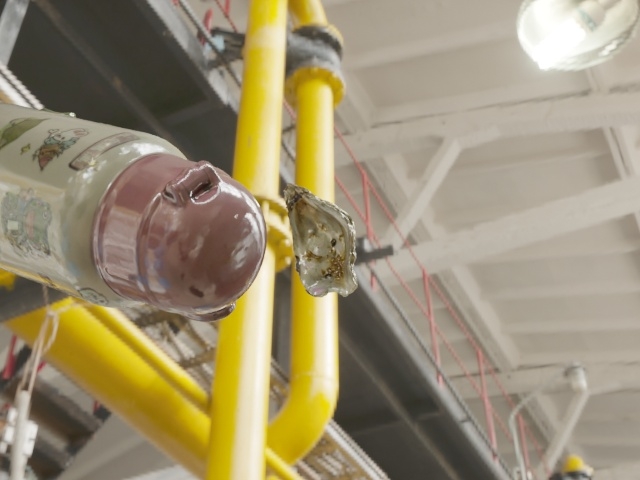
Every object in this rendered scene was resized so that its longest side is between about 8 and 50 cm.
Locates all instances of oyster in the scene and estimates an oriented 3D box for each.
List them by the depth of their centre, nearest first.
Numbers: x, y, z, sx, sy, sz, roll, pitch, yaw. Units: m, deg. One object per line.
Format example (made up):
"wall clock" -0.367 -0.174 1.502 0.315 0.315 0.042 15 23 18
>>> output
"oyster" 0.003 -0.001 0.700 0.051 0.093 0.034 -12 -12 15

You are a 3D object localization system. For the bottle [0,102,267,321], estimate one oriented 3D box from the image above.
"bottle" -0.147 -0.018 0.625 0.253 0.120 0.120 17 -30 36
